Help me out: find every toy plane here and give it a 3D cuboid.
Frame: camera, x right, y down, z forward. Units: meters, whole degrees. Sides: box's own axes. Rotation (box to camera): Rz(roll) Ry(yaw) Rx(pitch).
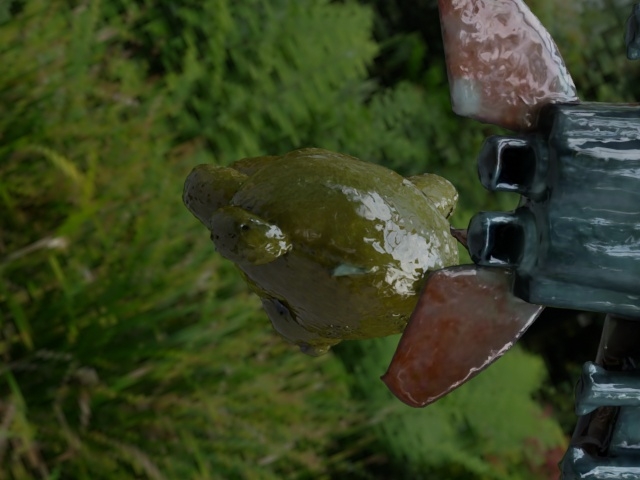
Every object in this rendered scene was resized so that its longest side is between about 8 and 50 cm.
[{"bbox_3d":[0.189,-0.003,0.557,0.104,0.326,0.223,-104,-159,-78],"label":"toy plane"}]

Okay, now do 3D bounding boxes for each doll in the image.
[{"bbox_3d":[0.000,0.000,0.790,0.209,0.137,0.097,-122,-140,-77],"label":"doll"}]
